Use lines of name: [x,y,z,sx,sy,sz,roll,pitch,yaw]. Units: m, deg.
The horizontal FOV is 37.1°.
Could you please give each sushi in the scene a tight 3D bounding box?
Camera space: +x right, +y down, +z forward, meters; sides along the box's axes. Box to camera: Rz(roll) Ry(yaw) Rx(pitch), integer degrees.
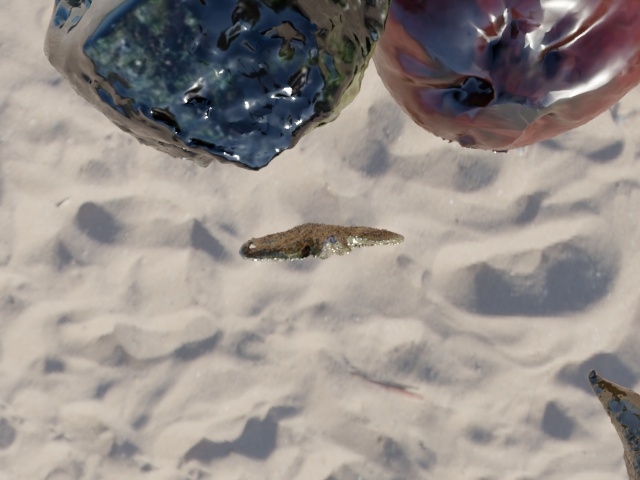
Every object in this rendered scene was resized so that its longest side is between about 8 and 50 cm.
sushi: [-0.038,-0.206,0.649,0.210,0.350,0.171,-10,142,44]

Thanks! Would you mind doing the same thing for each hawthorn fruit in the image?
hawthorn fruit: [0.168,-0.239,0.837,0.294,0.295,0.312,4,82,10]

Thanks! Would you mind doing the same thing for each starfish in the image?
starfish: [0.000,-0.001,1.195,0.240,0.227,0.043,-2,97,-27]

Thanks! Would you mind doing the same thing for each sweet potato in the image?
sweet potato: [0.260,0.181,0.699,0.068,0.206,0.060,-17,152,-21]
